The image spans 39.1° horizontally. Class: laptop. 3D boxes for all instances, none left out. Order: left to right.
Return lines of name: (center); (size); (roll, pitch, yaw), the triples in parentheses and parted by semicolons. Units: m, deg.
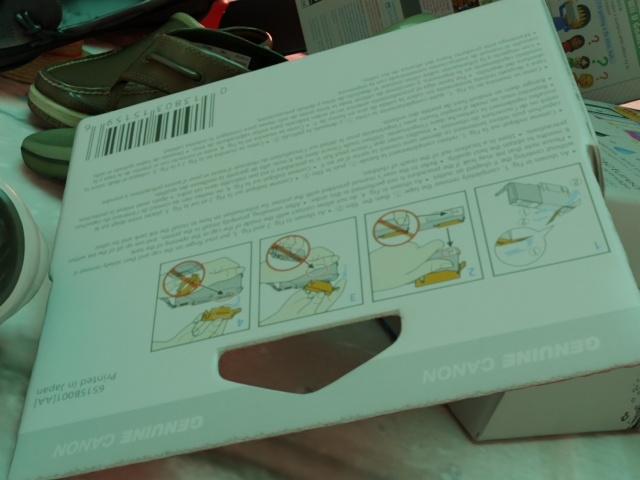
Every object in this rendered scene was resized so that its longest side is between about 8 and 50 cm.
laptop: (0.005, -0.216, 1.108); (0.264, 0.136, 0.234); (38, 16, -29)

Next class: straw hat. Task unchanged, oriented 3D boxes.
straw hat: (-0.245, -0.190, 0.805); (0.145, 0.061, 0.144); (17, 26, -9)

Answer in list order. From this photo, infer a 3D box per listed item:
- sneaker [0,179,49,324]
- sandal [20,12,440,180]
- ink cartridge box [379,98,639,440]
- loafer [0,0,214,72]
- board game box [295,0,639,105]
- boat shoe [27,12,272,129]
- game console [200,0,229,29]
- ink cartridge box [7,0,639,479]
sneaker: (-0.267, 0.003, 0.392); (0.290, 0.105, 0.123); (9, -7, -8)
sandal: (-0.064, -0.109, 0.608); (0.303, 0.086, 0.120); (-16, 11, 16)
ink cartridge box: (0.177, 0.009, 0.598); (0.233, 0.168, 0.171); (4, 30, -32)
loafer: (-0.210, -0.209, 0.731); (0.303, 0.109, 0.095); (-19, 2, -32)
board game box: (0.133, -0.195, 0.748); (0.304, 0.223, 0.098); (-12, 2, 37)
boat shoe: (-0.134, -0.151, 0.769); (0.095, 0.095, 0.257); (32, 27, 23)
game console: (-0.323, -0.308, 0.966); (0.387, 0.060, 0.342); (2, 28, -36)
ink cartridge box: (0.000, 0.000, 0.444); (0.275, 0.060, 0.238); (-14, 48, 11)
